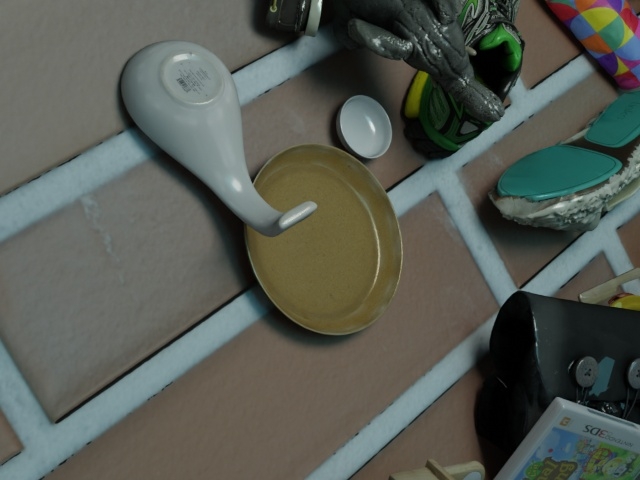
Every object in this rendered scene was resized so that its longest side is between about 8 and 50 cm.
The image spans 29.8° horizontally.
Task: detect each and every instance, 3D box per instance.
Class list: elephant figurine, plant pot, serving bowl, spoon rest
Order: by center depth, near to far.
[{"bbox_3d":[-0.118,-0.113,1.357,0.137,0.084,0.276,-30,76,-32],"label":"spoon rest"},{"bbox_3d":[0.000,0.000,1.455,0.236,0.032,0.236,11,70,-35],"label":"plant pot"},{"bbox_3d":[0.117,-0.269,1.465,0.186,0.169,0.239,-4,38,-29],"label":"elephant figurine"},{"bbox_3d":[0.051,-0.141,1.533,0.083,0.027,0.083,11,71,-35],"label":"serving bowl"}]

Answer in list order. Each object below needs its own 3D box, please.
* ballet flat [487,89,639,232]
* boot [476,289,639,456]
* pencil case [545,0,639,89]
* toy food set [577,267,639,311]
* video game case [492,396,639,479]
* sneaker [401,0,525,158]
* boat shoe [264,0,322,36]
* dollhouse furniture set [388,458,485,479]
[{"bbox_3d":[0.395,-0.088,1.721,0.409,0.147,0.147,-32,98,-37],"label":"ballet flat"},{"bbox_3d":[0.432,0.106,1.605,0.445,0.146,0.367,5,86,-21],"label":"boot"},{"bbox_3d":[0.432,-0.339,1.830,0.236,0.104,0.104,46,55,-20],"label":"pencil case"},{"bbox_3d":[0.428,0.145,1.709,0.128,0.071,0.218,-30,102,-22],"label":"toy food set"},{"bbox_3d":[0.309,0.305,1.522,0.193,0.212,0.023,21,22,-31],"label":"video game case"},{"bbox_3d":[0.229,-0.272,1.627,0.134,0.146,0.344,29,61,-28],"label":"sneaker"},{"bbox_3d":[-0.031,-0.364,1.498,0.068,0.081,0.228,4,71,-6],"label":"boat shoe"},{"bbox_3d":[0.203,0.451,1.276,0.173,0.355,0.303,-4,119,-37],"label":"dollhouse furniture set"}]
